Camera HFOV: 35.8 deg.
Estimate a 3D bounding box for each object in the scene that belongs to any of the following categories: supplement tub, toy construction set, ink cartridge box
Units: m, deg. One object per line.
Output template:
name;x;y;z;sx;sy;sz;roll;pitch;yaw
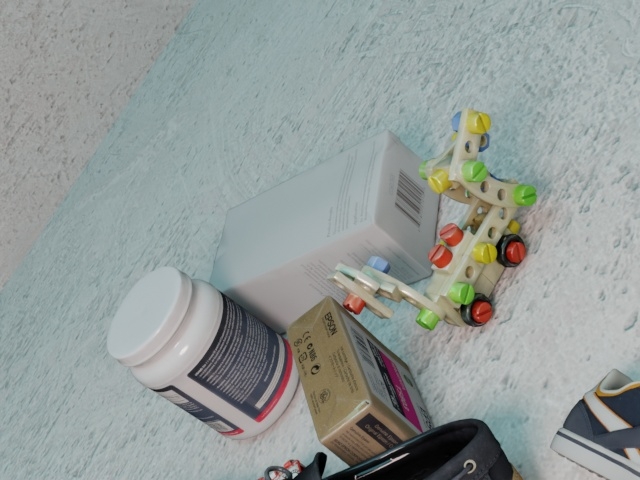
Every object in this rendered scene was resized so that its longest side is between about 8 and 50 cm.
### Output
supplement tub;-0.184;0.181;1.585;0.191;0.272;0.191;-32;36;27
toy construction set;0.172;-0.003;1.383;0.327;0.215;0.151;-50;30;-2
ink cartridge box;0.062;0.212;1.318;0.088;0.193;0.234;-40;33;12

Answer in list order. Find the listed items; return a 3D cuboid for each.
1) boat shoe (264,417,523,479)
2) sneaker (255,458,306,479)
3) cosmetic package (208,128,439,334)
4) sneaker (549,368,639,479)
boat shoe;-0.008;0.329;1.137;0.501;0.155;0.187;-18;14;4
sneaker;-0.078;0.375;1.427;0.270;0.090;0.145;19;71;53
cosmetic package;0.000;0.000;1.663;0.385;0.156;0.217;-24;39;37
sneaker;0.368;0.217;0.991;0.127;0.126;0.321;-59;30;-4
